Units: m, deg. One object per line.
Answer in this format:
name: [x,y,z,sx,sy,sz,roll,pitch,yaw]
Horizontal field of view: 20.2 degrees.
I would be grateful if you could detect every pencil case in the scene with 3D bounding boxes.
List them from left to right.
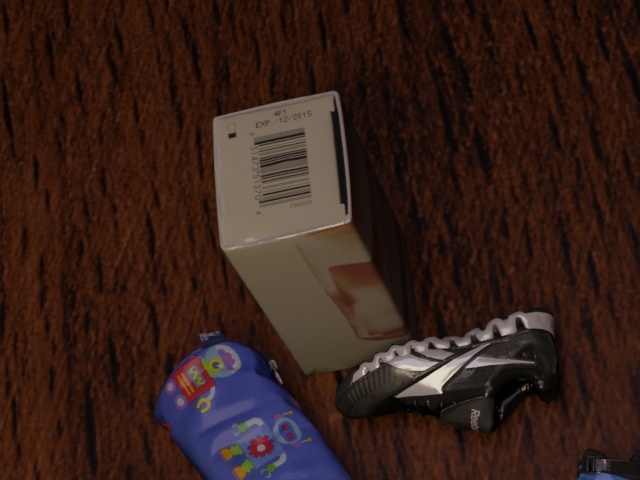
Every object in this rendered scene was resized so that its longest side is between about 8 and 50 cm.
pencil case: [-0.038,0.227,1.749,0.133,0.119,0.306,-34,58,-12]

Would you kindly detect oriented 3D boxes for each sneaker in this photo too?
sneaker: [0.130,0.147,1.765,0.234,0.078,0.106,-18,57,5]
sneaker: [0.242,0.242,1.690,0.152,0.058,0.084,-10,67,7]

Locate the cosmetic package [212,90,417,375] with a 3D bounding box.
cosmetic package: [0.000,0.000,1.755,0.129,0.296,0.153,-12,62,10]
